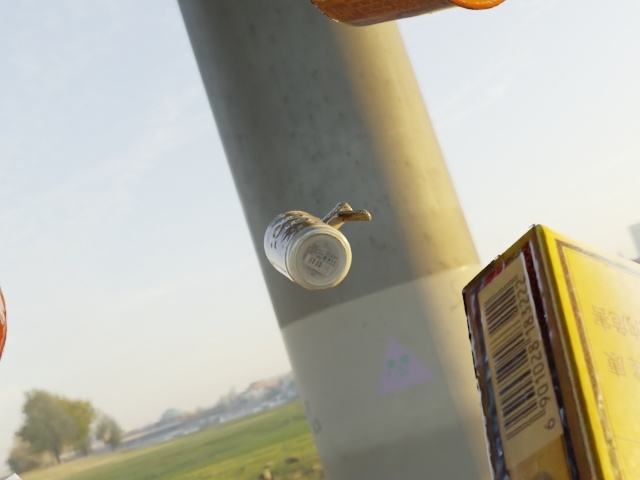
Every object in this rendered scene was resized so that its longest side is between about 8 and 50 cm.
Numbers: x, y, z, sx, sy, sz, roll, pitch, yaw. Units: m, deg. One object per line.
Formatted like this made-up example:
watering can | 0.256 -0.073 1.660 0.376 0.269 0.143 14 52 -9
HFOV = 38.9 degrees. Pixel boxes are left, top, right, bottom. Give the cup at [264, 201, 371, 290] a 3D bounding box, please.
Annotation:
cup | 0.000 0.008 0.966 0.102 0.074 0.099 -14 14 -14

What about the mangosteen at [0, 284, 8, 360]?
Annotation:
mangosteen | -0.306 0.040 0.626 0.200 0.199 0.200 -17 -9 -3

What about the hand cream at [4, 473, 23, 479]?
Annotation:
hand cream | -0.238 0.259 0.699 0.118 0.185 0.359 31 -29 -20

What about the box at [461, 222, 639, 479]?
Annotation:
box | 0.195 0.150 0.503 0.193 0.301 0.084 19 -46 -22

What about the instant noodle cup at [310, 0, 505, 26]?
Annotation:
instant noodle cup | 0.085 -0.335 0.968 0.230 0.230 0.182 -11 1 -37
